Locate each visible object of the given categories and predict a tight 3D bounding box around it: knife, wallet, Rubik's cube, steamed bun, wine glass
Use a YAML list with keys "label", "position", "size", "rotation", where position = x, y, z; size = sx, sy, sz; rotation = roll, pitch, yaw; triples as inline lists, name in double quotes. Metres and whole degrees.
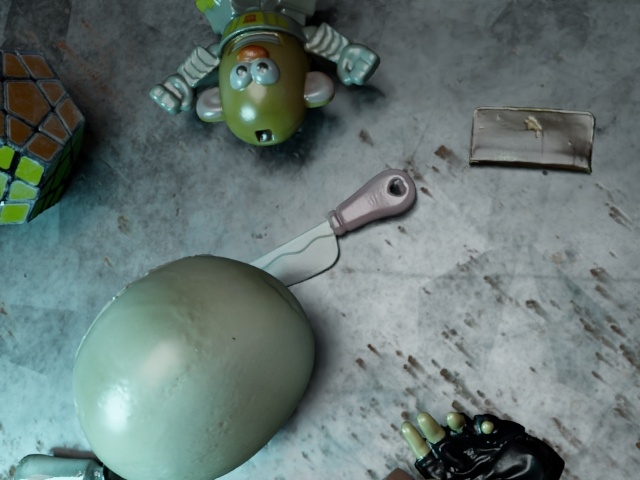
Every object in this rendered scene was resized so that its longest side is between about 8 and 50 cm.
- label: "knife"
  position: [0.002, 0.002, 1.060]
  size: [0.335, 0.043, 0.081]
  rotation: [-33, 80, 10]
- label: "wallet"
  position: [0.314, -0.151, 1.022]
  size: [0.176, 0.026, 0.095]
  rotation: [4, 85, 14]
- label: "Rubik's cube"
  position: [-0.533, -0.168, 1.085]
  size: [0.318, 0.319, 0.264]
  rotation: [6, 105, 13]
- label: "steamed bun"
  position: [-0.148, 0.180, 0.894]
  size: [0.206, 0.324, 0.324]
  rotation: [39, 88, 28]
- label: "wine glass"
  position: [-0.376, 0.356, 1.039]
  size: [0.155, 0.072, 0.072]
  rotation: [-6, 77, 11]

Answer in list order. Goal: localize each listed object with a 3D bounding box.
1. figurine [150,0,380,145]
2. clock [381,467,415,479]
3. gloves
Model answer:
- label: "figurine"
  position: [-0.087, -0.279, 1.059]
  size: [0.342, 0.167, 0.285]
  rotation: [-14, 66, 31]
- label: "clock"
  position: [0.107, 0.457, 0.885]
  size: [0.227, 0.142, 0.241]
  rotation: [36, 97, 20]
- label: "gloves"
  position: [0.201, 0.289, 0.899]
  size: [0.203, 0.124, 0.164]
  rotation: [28, 54, 20]
